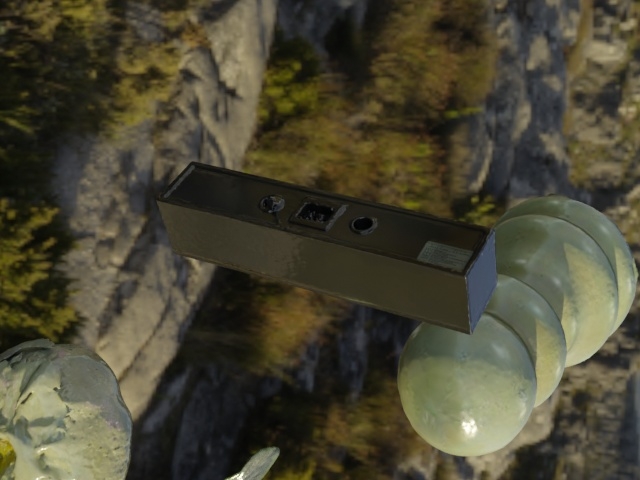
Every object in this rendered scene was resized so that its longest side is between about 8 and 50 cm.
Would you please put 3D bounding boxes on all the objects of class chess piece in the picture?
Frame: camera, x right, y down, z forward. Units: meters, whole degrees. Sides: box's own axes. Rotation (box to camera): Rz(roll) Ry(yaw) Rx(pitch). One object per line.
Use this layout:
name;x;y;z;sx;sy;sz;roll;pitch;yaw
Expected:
chess piece;0.135;0.067;0.735;0.243;0.133;0.133;-34;123;-50

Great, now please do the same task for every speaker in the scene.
speaker;0.000;0.000;0.550;0.040;0.191;0.046;-54;146;-36

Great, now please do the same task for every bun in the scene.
bun;-0.341;0.234;1.209;0.141;0.239;0.239;-12;103;-63

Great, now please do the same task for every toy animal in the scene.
toy animal;-0.125;0.272;0.944;0.041;0.217;0.075;48;17;-16
